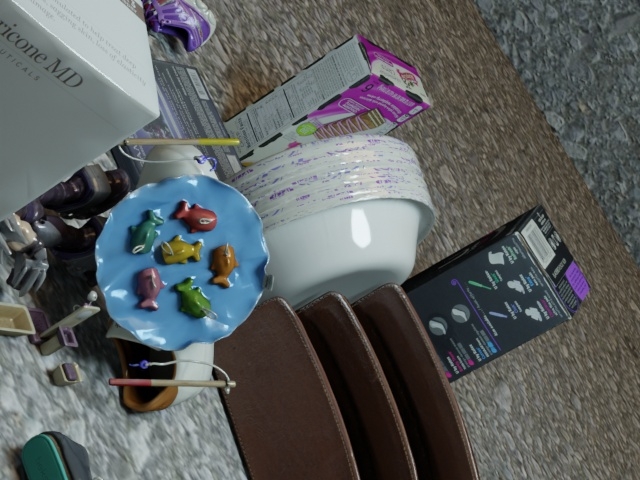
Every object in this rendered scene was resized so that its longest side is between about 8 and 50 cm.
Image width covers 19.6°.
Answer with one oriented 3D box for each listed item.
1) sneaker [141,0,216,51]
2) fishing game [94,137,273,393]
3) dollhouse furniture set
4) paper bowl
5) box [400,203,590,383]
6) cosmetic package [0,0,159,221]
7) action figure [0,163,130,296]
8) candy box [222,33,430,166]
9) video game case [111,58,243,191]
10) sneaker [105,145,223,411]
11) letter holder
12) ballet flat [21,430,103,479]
[{"bbox_3d":[-0.215,-0.315,2.442,0.170,0.068,0.071,39,70,-12],"label":"sneaker"},{"bbox_3d":[-0.135,0.024,1.882,0.189,0.041,0.264,4,92,-22],"label":"fishing game"},{"bbox_3d":[-0.267,0.086,1.823,0.114,0.081,0.091,14,49,-59],"label":"dollhouse furniture set"},{"bbox_3d":[0.000,0.000,2.214,0.284,0.284,0.148,15,53,-59],"label":"paper bowl"},{"bbox_3d":[0.212,0.088,2.547,0.143,0.270,0.165,58,23,-3],"label":"box"},{"bbox_3d":[-0.346,-0.108,1.513,0.217,0.385,0.156,36,32,-41],"label":"cosmetic package"},{"bbox_3d":[-0.298,-0.027,1.878,0.285,0.099,0.185,14,51,-58],"label":"action figure"},{"bbox_3d":[0.008,-0.170,2.498,0.159,0.233,0.071,21,44,-54],"label":"candy box"},{"bbox_3d":[-0.195,-0.144,2.325,0.274,0.026,0.196,2,60,-62],"label":"video game case"},{"bbox_3d":[-0.163,0.044,1.927,0.123,0.106,0.290,-26,120,-60],"label":"sneaker"},{"bbox_3d":[0.032,0.205,2.112,0.152,0.214,0.301,19,45,-57],"label":"letter holder"},{"bbox_3d":[-0.221,0.270,1.713,0.074,0.074,0.203,25,38,-52],"label":"ballet flat"}]
